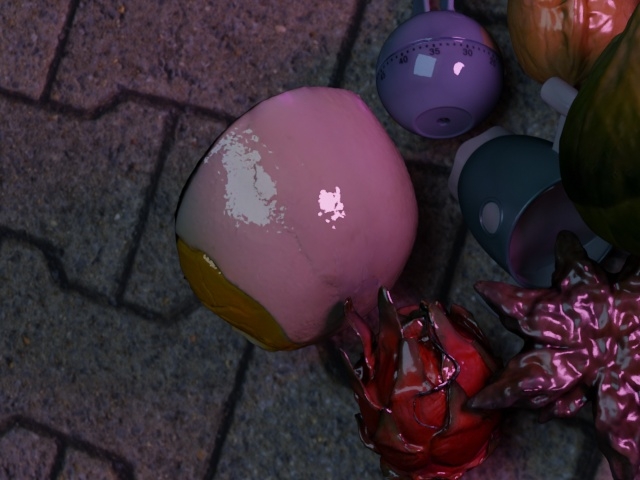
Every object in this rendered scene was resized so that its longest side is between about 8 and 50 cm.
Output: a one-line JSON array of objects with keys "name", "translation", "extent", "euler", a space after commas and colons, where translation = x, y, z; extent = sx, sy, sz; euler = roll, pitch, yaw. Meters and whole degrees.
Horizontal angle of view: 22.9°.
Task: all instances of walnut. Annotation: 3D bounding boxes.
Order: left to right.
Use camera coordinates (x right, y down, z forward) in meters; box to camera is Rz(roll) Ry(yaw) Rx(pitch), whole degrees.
[{"name": "walnut", "translation": [0.300, -0.272, 1.861], "extent": [0.159, 0.159, 0.207], "euler": [-4, 71, 31]}]

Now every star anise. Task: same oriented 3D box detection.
[{"name": "star anise", "translation": [0.306, 0.131, 1.741], "extent": [0.315, 0.108, 0.315], "euler": [1, 82, -5]}]

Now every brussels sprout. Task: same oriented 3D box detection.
[{"name": "brussels sprout", "translation": [0.365, -0.109, 1.654], "extent": [0.219, 0.210, 0.271], "euler": [4, 90, 64]}]

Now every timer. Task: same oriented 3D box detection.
[{"name": "timer", "translation": [0.163, -0.240, 1.959], "extent": [0.175, 0.175, 0.255], "euler": [0, 49, 32]}]

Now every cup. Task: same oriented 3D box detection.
[{"name": "cup", "translation": [0.240, -0.049, 1.845], "extent": [0.173, 0.167, 0.300], "euler": [46, 128, 48]}]

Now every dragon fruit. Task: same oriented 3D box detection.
[{"name": "dragon fruit", "translation": [0.121, 0.165, 1.824], "extent": [0.193, 0.192, 0.274], "euler": [17, 131, 39]}]

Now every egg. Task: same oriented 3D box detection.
[{"name": "egg", "translation": [0.000, 0.000, 1.875], "extent": [0.337, 0.337, 0.201], "euler": [-52, 55, 11]}]
